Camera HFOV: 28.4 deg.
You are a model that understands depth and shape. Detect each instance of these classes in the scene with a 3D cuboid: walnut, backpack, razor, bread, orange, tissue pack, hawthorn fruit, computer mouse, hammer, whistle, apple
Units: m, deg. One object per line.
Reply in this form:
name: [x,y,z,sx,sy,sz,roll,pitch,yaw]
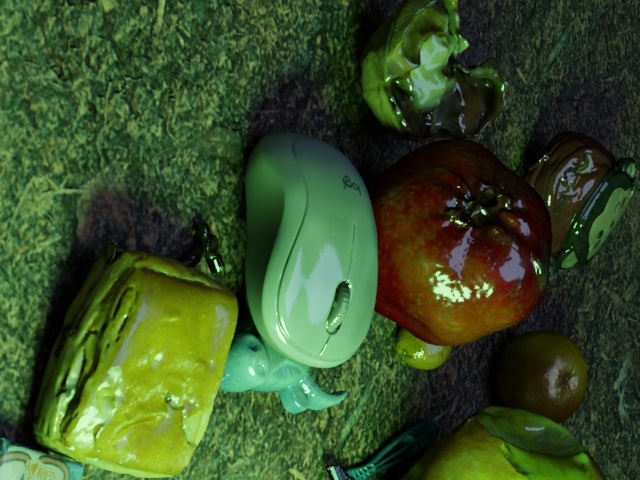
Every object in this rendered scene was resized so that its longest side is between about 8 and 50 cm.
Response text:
walnut: [0.132,-0.227,1.716,0.204,0.141,0.238,-52,131,-20]
backpack: [0.409,-0.076,2.070,0.229,0.139,0.229,-21,123,-37]
razor: [0.090,0.304,1.756,0.253,0.042,0.082,-24,89,-50]
bread: [-0.185,0.132,1.348,0.210,0.099,0.235,27,79,-49]
orange: [0.349,0.217,2.014,0.154,0.134,0.155,1,88,-28]
orange: [0.146,0.146,1.792,0.085,0.085,0.085,-2,93,-51]
tissue pack: [-0.308,0.279,1.241,0.115,0.065,0.155,33,67,-47]
hawthorn fruit: [0.162,0.013,1.681,0.265,0.307,0.265,4,69,-10]
computer mouse: [0.000,0.000,1.512,0.184,0.121,0.297,30,46,-44]
hammer: [-0.171,0.053,1.440,0.178,0.021,0.065,-49,128,-38]
whistle: [-0.045,0.130,1.542,0.269,0.093,0.180,-18,85,-50]
apple: [0.242,0.401,1.700,0.339,0.339,0.340,-2,93,-51]
